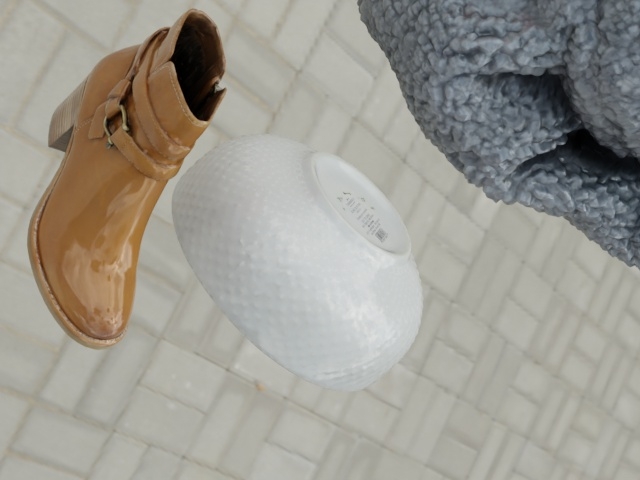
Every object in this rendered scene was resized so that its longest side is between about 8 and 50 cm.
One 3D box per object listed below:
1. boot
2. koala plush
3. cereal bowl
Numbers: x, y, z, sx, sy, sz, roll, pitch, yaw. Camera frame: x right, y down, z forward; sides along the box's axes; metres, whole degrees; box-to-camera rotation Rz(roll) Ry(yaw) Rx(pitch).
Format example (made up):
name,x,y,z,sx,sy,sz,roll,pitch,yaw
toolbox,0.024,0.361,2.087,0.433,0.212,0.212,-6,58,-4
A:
name,x,y,z,sx,sy,sz,roll,pitch,yaw
boot,-0.164,-0.058,1.002,0.109,0.220,0.283,22,55,-39
koala plush,0.143,-0.117,0.388,0.203,0.221,0.196,17,61,-22
cereal bowl,0.000,0.000,1.257,0.141,0.339,0.339,-43,140,22
